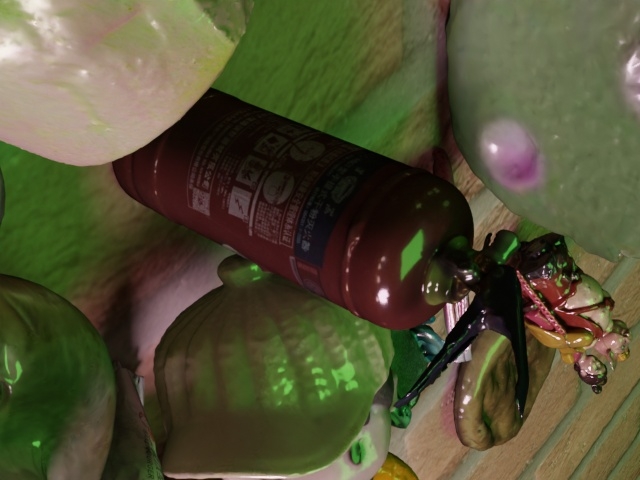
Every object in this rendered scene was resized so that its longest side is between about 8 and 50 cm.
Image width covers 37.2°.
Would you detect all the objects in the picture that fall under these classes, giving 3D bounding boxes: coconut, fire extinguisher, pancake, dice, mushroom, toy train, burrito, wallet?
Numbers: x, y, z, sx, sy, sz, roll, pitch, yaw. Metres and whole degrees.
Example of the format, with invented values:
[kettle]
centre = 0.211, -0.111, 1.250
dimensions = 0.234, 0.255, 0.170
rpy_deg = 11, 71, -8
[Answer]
[coconut]
centre = -0.130, -0.147, 0.467
dimensions = 0.236, 0.236, 0.204
rpy_deg = 12, 114, -56
[fire extinguisher]
centre = 0.000, 0.000, 0.612
dimensions = 0.138, 0.344, 0.102
rpy_deg = -54, 145, -14
[pancake]
centre = 0.278, 0.180, 1.371
dimensions = 0.294, 0.050, 0.294
rpy_deg = -32, 134, -40
[dice]
centre = 0.339, -0.193, 0.957
dimensions = 0.322, 0.330, 0.318
rpy_deg = -34, 134, -35
[mushroom]
centre = -0.202, 0.145, 0.543
dimensions = 0.244, 0.244, 0.243
rpy_deg = -32, 135, -39
[toy train]
centre = 0.030, 0.091, 0.886
dimensions = 0.107, 0.154, 0.198
rpy_deg = -55, 146, -19
[burrito]
centre = -0.143, 0.164, 0.691
dimensions = 0.064, 0.203, 0.064
rpy_deg = -7, 118, -14
[wallet]
centre = 0.129, 0.006, 0.947
dimensions = 0.232, 0.025, 0.119
rpy_deg = -83, 164, -60

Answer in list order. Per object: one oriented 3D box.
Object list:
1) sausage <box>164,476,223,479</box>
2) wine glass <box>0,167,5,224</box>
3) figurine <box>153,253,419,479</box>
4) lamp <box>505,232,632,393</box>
[sausage]
centre = -0.120, 0.260, 0.825
dimensions = 0.354, 0.116, 0.134
rpy_deg = -18, 145, -54
[wine glass]
centre = -0.242, 0.000, 0.436
dimensions = 0.204, 0.111, 0.111
rpy_deg = -48, 150, -62
[figurine]
centre = -0.015, 0.160, 0.757
dimensions = 0.185, 0.204, 0.332
rpy_deg = -21, 138, -3
[lamp]
centre = 0.338, 0.104, 1.254
dimensions = 0.118, 0.118, 0.253
rpy_deg = -46, 106, -25
